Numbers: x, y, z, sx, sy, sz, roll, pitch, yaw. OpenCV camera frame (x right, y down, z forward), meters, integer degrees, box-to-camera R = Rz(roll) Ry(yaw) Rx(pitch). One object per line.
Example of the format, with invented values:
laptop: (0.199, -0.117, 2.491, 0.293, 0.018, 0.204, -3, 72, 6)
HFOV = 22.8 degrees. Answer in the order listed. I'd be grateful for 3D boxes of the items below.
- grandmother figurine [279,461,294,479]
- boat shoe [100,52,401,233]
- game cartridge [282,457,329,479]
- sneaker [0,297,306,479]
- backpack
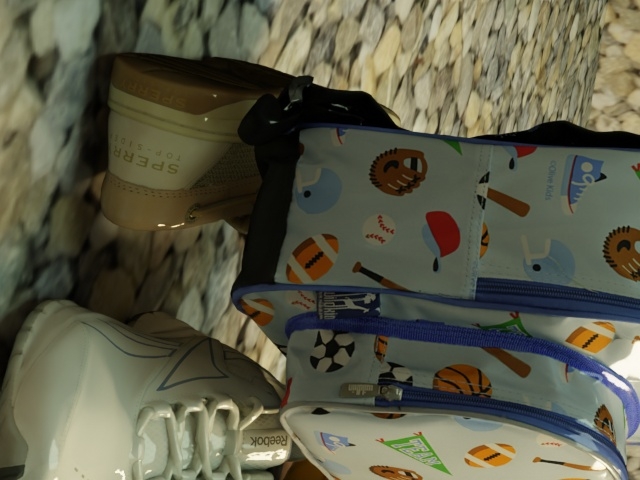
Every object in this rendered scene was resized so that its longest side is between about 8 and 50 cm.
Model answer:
grandmother figurine: (-0.040, 0.304, 1.267, 0.208, 0.104, 0.342, 67, 35, -50)
boat shoe: (-0.042, -0.054, 0.980, 0.302, 0.109, 0.098, -9, 116, -67)
game cartridge: (0.032, 0.269, 1.026, 0.324, 0.052, 0.285, -52, 131, -70)
sneaker: (-0.087, 0.095, 0.889, 0.297, 0.129, 0.111, -10, 113, -71)
backpack: (0.102, 0.042, 0.883, 0.276, 0.263, 0.213, 52, 36, -65)
